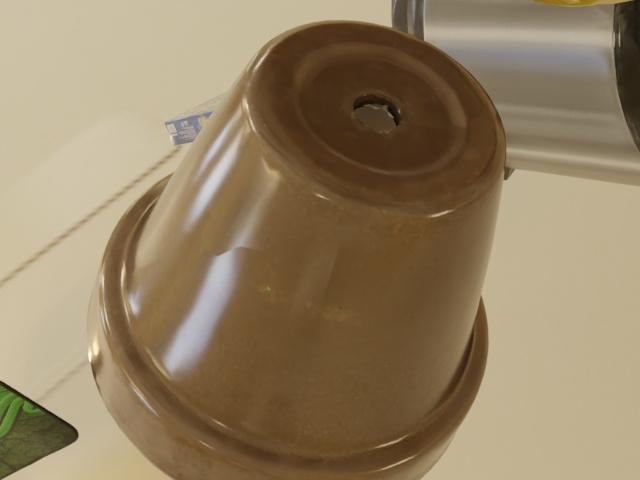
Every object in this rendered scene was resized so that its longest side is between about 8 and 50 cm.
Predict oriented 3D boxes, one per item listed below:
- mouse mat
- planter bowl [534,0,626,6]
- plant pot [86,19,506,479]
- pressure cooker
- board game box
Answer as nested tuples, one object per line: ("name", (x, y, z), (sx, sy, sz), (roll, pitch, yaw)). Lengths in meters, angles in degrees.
("mouse mat", (-0.309, 0.155, 1.000), (0.189, 0.152, 0.007), (-31, -146, 32))
("planter bowl", (0.070, -0.135, 0.374), (0.217, 0.217, 0.090), (25, -98, 28))
("plant pot", (0.000, 0.000, 0.730), (0.263, 0.229, 0.263), (9, -130, -10))
("pressure cooker", (0.279, -0.242, 1.302), (0.369, 0.376, 0.420), (-10, -165, -40))
("board game box", (-0.084, -0.166, 1.485), (0.136, 0.035, 0.201), (-31, -164, -32))
